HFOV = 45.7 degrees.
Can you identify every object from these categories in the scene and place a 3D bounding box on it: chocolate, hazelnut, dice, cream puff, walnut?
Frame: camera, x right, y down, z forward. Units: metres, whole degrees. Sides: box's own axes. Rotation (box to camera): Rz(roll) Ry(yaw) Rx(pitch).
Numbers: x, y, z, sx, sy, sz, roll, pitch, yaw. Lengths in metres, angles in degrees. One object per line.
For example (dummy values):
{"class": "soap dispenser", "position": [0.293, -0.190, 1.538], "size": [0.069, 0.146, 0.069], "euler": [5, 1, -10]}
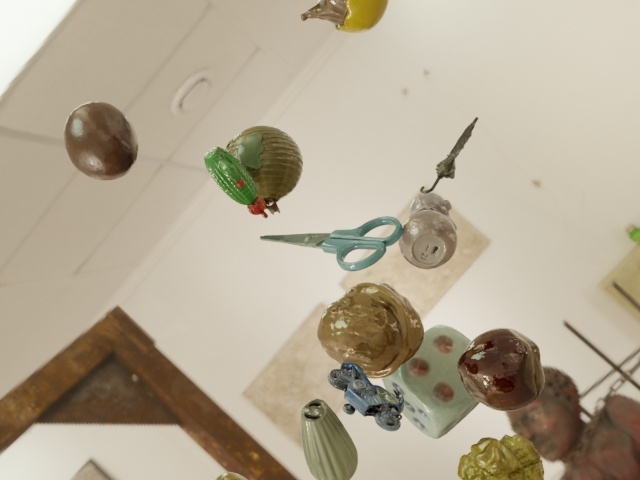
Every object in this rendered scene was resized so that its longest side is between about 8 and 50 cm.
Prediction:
{"class": "chocolate", "position": [-0.452, -0.205, 1.602], "size": [0.176, 0.177, 0.177], "euler": [-48, -6, -6]}
{"class": "hazelnut", "position": [0.468, 0.328, 1.979], "size": [0.218, 0.233, 0.218], "euler": [-24, 30, 15]}
{"class": "dice", "position": [0.379, 0.450, 2.429], "size": [0.268, 0.262, 0.264], "euler": [-38, -21, -19]}
{"class": "cream puff", "position": [0.415, 0.533, 1.737], "size": [0.221, 0.194, 0.194], "euler": [-18, -22, -32]}
{"class": "walnut", "position": [0.153, 0.258, 2.207], "size": [0.296, 0.285, 0.285], "euler": [-6, -37, -47]}

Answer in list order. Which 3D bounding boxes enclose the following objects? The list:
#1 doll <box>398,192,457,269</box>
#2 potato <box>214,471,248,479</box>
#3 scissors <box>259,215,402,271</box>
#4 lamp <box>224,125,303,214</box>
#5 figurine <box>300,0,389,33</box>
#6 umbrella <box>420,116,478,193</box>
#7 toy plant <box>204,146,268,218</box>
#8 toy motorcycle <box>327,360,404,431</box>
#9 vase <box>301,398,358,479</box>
{"class": "doll", "position": [0.270, -0.038, 1.909], "size": [0.151, 0.151, 0.287], "euler": [-51, 9, 25]}
{"class": "potato", "position": [-0.210, 0.677, 1.951], "size": [0.137, 0.175, 0.137], "euler": [-20, -31, -12]}
{"class": "scissors", "position": [0.000, 0.000, 1.911], "size": [0.447, 0.029, 0.192], "euler": [3, 40, 43]}
{"class": "lamp", "position": [-0.170, -0.206, 2.320], "size": [0.250, 0.284, 0.250], "euler": [-10, -15, -3]}
{"class": "figurine", "position": [0.015, -0.673, 2.020], "size": [0.215, 0.344, 0.187], "euler": [89, -160, -72]}
{"class": "umbrella", "position": [0.268, -0.168, 1.485], "size": [0.044, 0.044, 0.269], "euler": [2, 40, 39]}
{"class": "toy plant", "position": [-0.238, -0.163, 2.135], "size": [0.088, 0.155, 0.240], "euler": [-45, -41, -8]}
{"class": "toy motorcycle", "position": [0.129, 0.398, 1.958], "size": [0.136, 0.254, 0.092], "euler": [-8, -55, -45]}
{"class": "vase", "position": [0.013, 0.480, 1.821], "size": [0.128, 0.128, 0.248], "euler": [-45, -45, -31]}
